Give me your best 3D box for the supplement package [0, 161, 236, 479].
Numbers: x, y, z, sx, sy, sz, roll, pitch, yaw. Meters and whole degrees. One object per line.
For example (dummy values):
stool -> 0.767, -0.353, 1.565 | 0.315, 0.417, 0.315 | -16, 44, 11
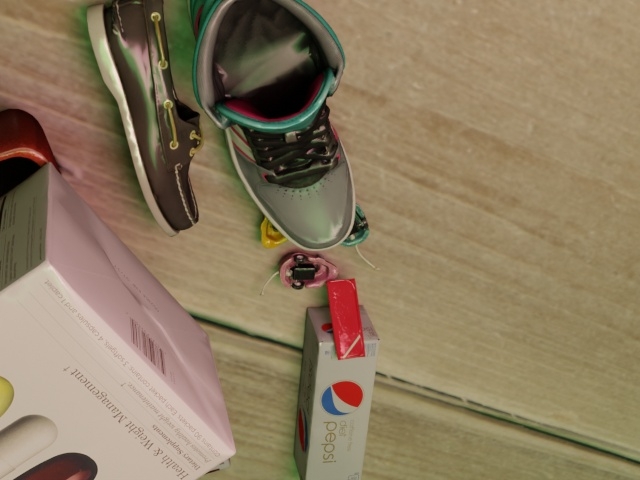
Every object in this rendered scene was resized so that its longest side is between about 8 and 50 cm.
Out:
supplement package -> -0.202, 0.099, 0.624 | 0.203, 0.149, 0.194 | -34, 120, 5

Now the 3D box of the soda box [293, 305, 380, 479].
soda box -> 0.015, 0.183, 1.042 | 0.069, 0.074, 0.216 | -1, 118, -13

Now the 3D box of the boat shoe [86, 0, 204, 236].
boat shoe -> -0.144, -0.109, 0.837 | 0.068, 0.081, 0.228 | -15, 118, -1

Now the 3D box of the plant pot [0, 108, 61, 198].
plant pot -> -0.311, 0.031, 0.784 | 0.267, 0.236, 0.267 | -18, 120, -4

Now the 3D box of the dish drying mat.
dish drying mat -> 0.027, 0.082, 0.961 | 0.032, 0.008, 0.083 | -6, 82, -13

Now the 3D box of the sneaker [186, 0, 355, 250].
sneaker -> -0.029, -0.102, 0.789 | 0.124, 0.178, 0.295 | -23, 112, 0

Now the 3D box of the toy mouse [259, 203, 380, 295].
toy mouse -> 0.000, 0.000, 0.961 | 0.143, 0.031, 0.161 | 19, 113, -22

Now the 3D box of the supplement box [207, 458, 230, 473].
supplement box -> -0.231, 0.213, 0.999 | 0.239, 0.073, 0.130 | -15, 121, -4
